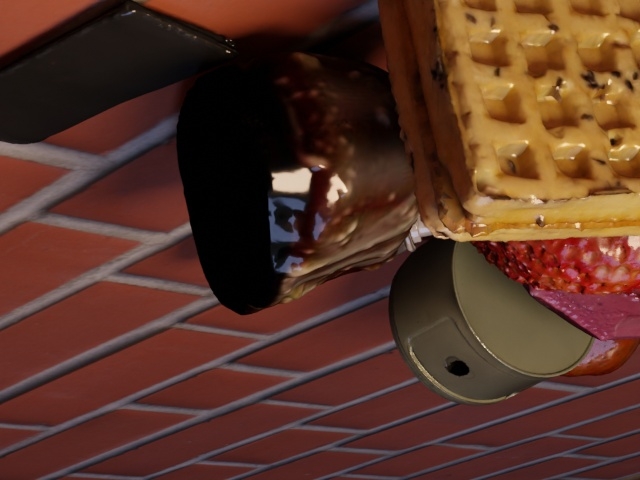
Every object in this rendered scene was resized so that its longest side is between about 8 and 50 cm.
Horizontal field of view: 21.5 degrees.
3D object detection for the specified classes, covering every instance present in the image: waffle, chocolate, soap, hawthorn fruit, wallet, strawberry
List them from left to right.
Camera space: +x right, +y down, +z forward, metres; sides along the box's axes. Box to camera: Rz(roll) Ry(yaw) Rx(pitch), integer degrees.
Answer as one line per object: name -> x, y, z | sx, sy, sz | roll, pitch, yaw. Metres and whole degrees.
wallet -> -0.227, -0.152, 1.580 | 0.285, 0.030, 0.146 | -20, 160, 35
chocolate -> -0.003, -0.065, 1.640 | 0.210, 0.225, 0.340 | -15, 165, -17
strawberry -> 0.263, -0.058, 1.712 | 0.238, 0.250, 0.288 | -26, 171, -39
hawthorn fruit -> 0.369, 0.089, 2.284 | 0.179, 0.179, 0.200 | 6, 145, -33
waffle -> 0.252, -0.123, 1.484 | 0.376, 0.261, 0.114 | 1, 154, -24
soap -> 0.362, 0.003, 1.965 | 0.324, 0.220, 0.127 | -1, 165, -43

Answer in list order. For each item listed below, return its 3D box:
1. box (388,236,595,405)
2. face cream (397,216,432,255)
box -> 0.216, 0.083, 2.111 | 0.226, 0.226, 0.149 | 5, 157, -31
face cream -> 0.000, 0.000, 2.028 | 0.283, 0.073, 0.073 | -11, 161, 9
